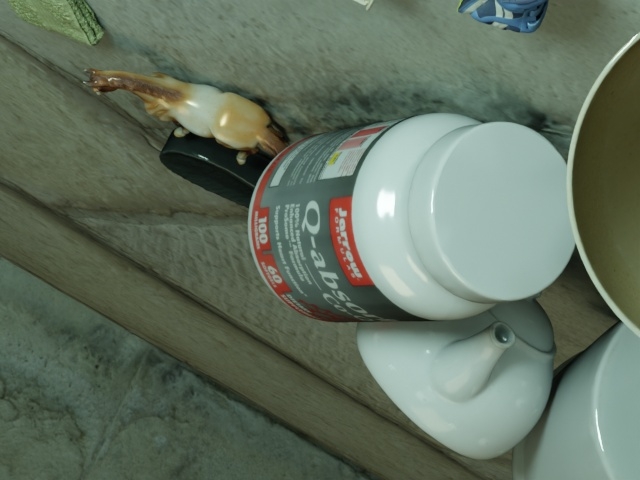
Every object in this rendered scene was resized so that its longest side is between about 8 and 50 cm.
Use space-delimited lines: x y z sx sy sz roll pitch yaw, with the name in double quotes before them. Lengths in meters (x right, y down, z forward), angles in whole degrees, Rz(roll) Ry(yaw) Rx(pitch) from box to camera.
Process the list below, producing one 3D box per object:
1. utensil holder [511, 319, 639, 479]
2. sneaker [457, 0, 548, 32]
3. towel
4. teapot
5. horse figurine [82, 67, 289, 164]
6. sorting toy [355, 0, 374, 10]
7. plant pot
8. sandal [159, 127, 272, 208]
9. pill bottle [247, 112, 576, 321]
"utensil holder" 0.411 0.229 2.181 0.327 0.327 0.385 23 163 1
"sneaker" 0.163 -0.199 1.557 0.059 0.053 0.144 28 173 -16
"towel" -0.301 -0.261 2.101 0.110 0.027 0.148 19 165 19
"teapot" 0.179 0.110 2.201 0.252 0.187 0.256 27 -158 -43
"horse figurine" -0.127 -0.137 2.203 0.263 0.066 0.174 24 172 9
"sorting toy" 0.021 -0.243 1.643 0.083 0.045 0.075 26 158 -8
"plant pot" 0.345 -0.051 1.459 0.284 0.284 0.191 19 -164 17
"sandal" -0.002 0.000 2.404 0.446 0.107 0.167 24 166 -4
"pill bottle" 0.091 -0.021 1.983 0.210 0.210 0.363 30 164 -23
